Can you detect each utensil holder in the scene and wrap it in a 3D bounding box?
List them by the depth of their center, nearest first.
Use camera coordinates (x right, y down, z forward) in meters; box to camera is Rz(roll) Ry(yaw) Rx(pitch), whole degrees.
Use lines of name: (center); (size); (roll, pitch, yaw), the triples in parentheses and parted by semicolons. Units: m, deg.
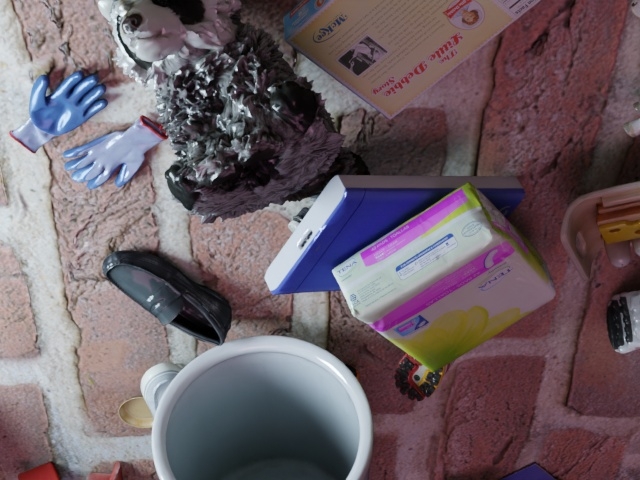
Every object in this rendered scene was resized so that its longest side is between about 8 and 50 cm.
utensil holder: (-0.076, 0.388, 1.955); (0.328, 0.327, 0.385); (-3, 143, 1)

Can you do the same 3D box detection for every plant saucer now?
plant saucer: (-0.295, 0.283, 2.076); (0.083, 0.015, 0.083); (-2, 135, -2)

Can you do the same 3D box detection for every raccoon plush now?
raccoon plush: (-0.114, -0.184, 1.556); (0.216, 0.299, 0.446); (-28, 163, 5)

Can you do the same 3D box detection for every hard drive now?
hard drive: (0.104, -0.008, 1.687); (0.319, 0.040, 0.210); (-2, 142, -38)

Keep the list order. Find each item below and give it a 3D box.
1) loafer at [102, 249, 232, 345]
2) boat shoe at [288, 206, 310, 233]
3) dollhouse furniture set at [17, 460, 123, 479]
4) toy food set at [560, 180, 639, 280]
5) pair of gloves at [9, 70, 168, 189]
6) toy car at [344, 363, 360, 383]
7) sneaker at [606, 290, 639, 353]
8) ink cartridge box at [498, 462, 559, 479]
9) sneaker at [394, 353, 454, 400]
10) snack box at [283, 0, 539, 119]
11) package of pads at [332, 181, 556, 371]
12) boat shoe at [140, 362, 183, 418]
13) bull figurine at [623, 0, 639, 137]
loafer: (-0.224, 0.086, 1.837); (0.223, 0.078, 0.076); (31, 126, -29)
boat shoe: (0.000, 0.000, 1.787); (0.046, 0.038, 0.125); (16, 156, 50)
dollhouse furniture set: (-0.366, 0.473, 2.059); (0.201, 0.374, 0.152); (-19, 130, -18)
toy food set: (0.491, -0.011, 1.685); (0.306, 0.092, 0.220); (-12, 159, 17)
pair of gloves: (-0.311, -0.146, 1.644); (0.159, 0.023, 0.198); (-33, 128, 25)
toy car: (0.015, 0.234, 2.036); (0.122, 0.060, 0.040); (-5, 161, 37)
sneaker: (0.528, 0.106, 1.807); (0.118, 0.110, 0.292); (-1, 174, -13)
ink cartridge box: (0.378, 0.568, 2.350); (0.304, 0.072, 0.307); (-34, 129, 28)
sneaker: (0.187, 0.137, 1.910); (0.088, 0.093, 0.225); (34, 116, 9)
snack box: (0.131, -0.297, 1.479); (0.187, 0.060, 0.322); (34, 125, -30)
package of pads: (0.181, 0.054, 1.703); (0.229, 0.101, 0.296); (-33, 150, 11)
boat shoe: (-0.230, 0.288, 2.024); (0.079, 0.081, 0.227); (-24, 139, -12)
bull figurine: (0.494, -0.199, 1.563); (0.310, 0.101, 0.188); (21, 134, -20)
